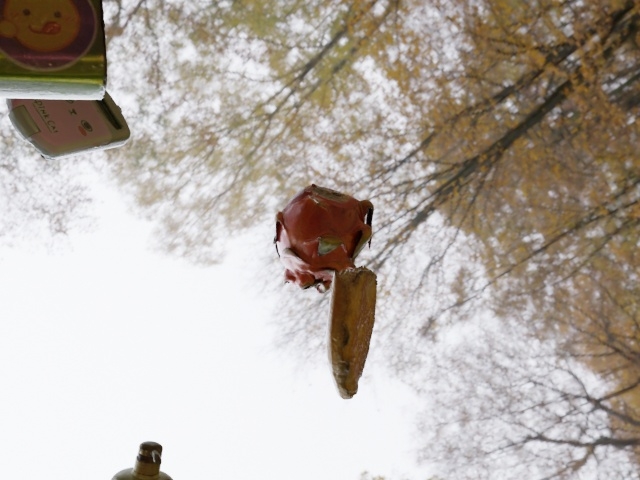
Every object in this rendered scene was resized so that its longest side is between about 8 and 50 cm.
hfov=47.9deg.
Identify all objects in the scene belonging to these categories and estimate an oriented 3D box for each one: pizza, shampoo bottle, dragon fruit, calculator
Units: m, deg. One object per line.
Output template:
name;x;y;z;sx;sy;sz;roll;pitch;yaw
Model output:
pizza;0.029;0.087;0.745;0.036;0.160;0.099;11;-146;17
shampoo bottle;-0.209;0.310;0.826;0.079;0.079;0.162;10;-88;-38
dragon fruit;0.002;-0.005;1.604;0.224;0.227;0.224;8;-154;-4
calculator;-0.438;-0.217;1.272;0.141;0.045;0.246;58;-149;3

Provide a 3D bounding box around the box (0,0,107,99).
box;-0.400;-0.214;0.727;0.346;0.097;0.134;-3;-99;-23
